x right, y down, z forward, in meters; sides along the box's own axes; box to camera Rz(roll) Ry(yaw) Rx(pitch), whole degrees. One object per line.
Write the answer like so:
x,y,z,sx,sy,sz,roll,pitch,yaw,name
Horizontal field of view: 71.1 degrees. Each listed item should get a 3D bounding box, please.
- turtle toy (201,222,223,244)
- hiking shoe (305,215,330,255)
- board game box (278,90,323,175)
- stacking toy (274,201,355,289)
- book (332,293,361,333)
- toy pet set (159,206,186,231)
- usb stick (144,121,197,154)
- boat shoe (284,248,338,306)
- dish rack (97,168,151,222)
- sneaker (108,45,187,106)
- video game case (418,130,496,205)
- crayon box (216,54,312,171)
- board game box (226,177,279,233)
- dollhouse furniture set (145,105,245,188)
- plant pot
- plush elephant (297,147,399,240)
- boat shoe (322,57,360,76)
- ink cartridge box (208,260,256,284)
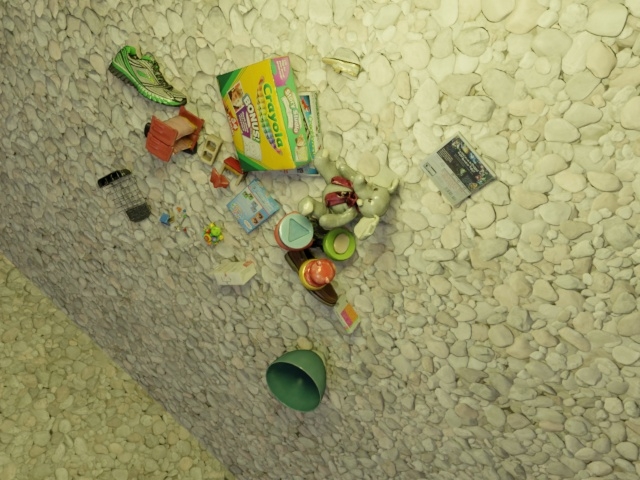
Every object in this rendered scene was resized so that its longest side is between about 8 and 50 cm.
-0.504,-0.029,2.088,0.130,0.066,0.095,-33,97,37,turtle toy
-0.039,-0.029,1.802,0.226,0.114,0.086,31,125,11,hiking shoe
-0.090,-0.396,1.676,0.192,0.053,0.305,7,118,27,board game box
0.000,0.000,1.682,0.309,0.279,0.130,55,159,-3,stacking toy
0.108,0.312,1.913,0.035,0.096,0.144,-25,101,36,book
-0.714,-0.101,2.167,0.114,0.065,0.122,20,122,19,toy pet set
-0.660,-0.448,1.967,0.278,0.045,0.077,22,116,18,usb stick
-0.025,0.135,1.861,0.307,0.110,0.104,47,112,13,boat shoe
-0.973,-0.215,2.244,0.208,0.074,0.272,-13,108,34,dish rack
-0.690,-0.662,1.819,0.343,0.134,0.146,34,106,-3,sneaker
0.450,-0.235,1.485,0.190,0.022,0.173,49,128,-1,video game case
-0.205,-0.438,1.610,0.313,0.106,0.363,6,116,46,crayon box
-0.293,-0.145,1.928,0.211,0.039,0.160,-34,96,36,board game box
-0.474,-0.359,1.786,0.374,0.201,0.152,32,123,0,dollhouse furniture set
-0.088,0.633,2.127,0.290,0.195,0.290,12,120,22,plant pot
0.124,-0.148,1.567,0.255,0.272,0.330,-9,140,46,plush elephant
0.065,-0.579,1.496,0.135,0.050,0.045,22,118,18,boat shoe
-0.415,0.154,2.106,0.198,0.115,0.067,-3,114,31,ink cartridge box
